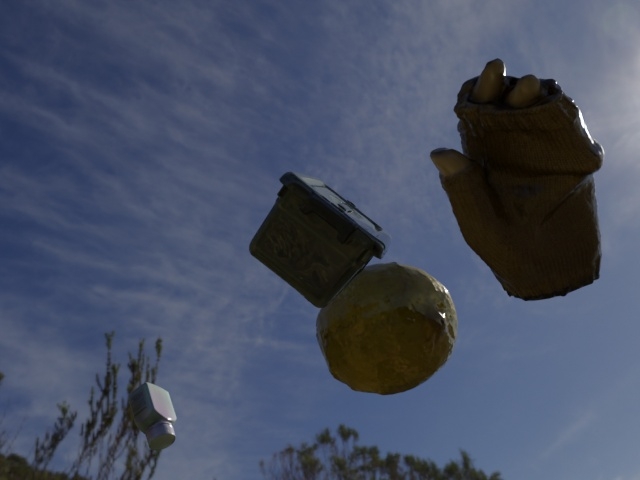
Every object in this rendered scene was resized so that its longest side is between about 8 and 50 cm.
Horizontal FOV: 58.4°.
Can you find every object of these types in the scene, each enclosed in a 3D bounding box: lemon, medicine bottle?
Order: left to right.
[{"bbox_3d":[-0.323,0.344,1.116,0.055,0.118,0.074,-37,-40,2],"label":"medicine bottle"},{"bbox_3d":[0.124,0.166,1.094,0.260,0.260,0.284,-6,-10,-11],"label":"lemon"}]

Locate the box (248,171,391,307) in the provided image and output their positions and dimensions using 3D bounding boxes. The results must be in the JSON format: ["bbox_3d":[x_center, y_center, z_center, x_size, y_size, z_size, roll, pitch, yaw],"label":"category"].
[{"bbox_3d":[0.000,0.000,0.598,0.093,0.124,0.172,-53,-6,9],"label":"box"}]

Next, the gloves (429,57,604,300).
[{"bbox_3d":[0.265,-0.073,0.758,0.203,0.155,0.356,-20,-55,10],"label":"gloves"}]
